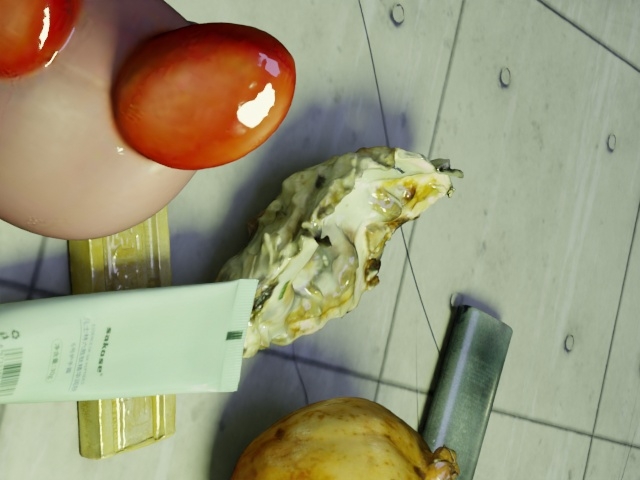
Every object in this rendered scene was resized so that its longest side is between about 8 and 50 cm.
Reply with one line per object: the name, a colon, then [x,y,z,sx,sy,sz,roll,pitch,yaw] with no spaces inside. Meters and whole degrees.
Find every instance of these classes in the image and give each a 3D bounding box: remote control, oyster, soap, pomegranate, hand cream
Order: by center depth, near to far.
hand cream: [-0.186,0.090,1.174,0.321,0.067,0.109,-1,109,-39]
soap: [-0.174,0.066,1.247,0.092,0.037,0.252,-13,106,-46]
pomegranate: [0.029,0.265,1.365,0.248,0.248,0.248,-10,103,-48]
oyster: [-0.001,-0.004,1.400,0.354,0.107,0.201,-27,148,-51]
remote control: [0.143,0.267,1.641,0.107,0.044,0.377,28,74,-43]

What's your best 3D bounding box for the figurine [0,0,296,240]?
figurine: [-0.186,-0.106,1.048,0.270,0.261,0.211,30,90,-11]
